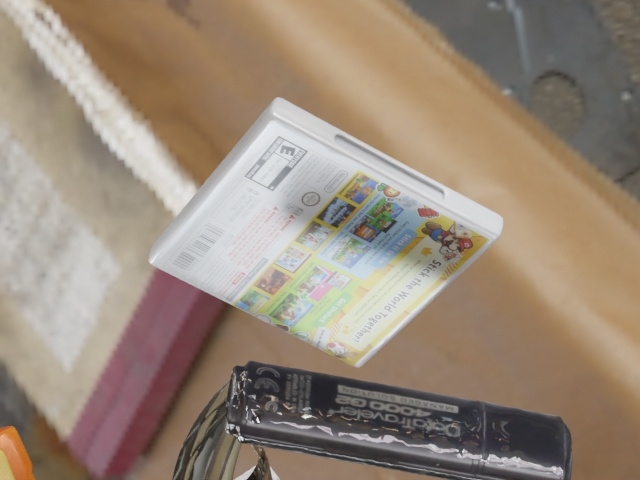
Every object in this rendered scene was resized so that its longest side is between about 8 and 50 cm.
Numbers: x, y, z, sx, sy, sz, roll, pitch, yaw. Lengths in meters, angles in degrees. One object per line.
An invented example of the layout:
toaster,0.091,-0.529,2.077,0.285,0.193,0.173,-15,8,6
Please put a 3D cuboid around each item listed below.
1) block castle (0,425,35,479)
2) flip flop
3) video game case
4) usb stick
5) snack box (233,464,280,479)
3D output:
block castle,-0.285,0.276,1.231,0.453,0.303,0.213,65,155,-2
flip flop,-0.081,0.246,1.696,0.112,0.080,0.277,147,135,-60
video game case,0.000,0.000,1.549,0.206,0.026,0.227,28,138,-15
usb stick,0.064,0.149,1.526,0.045,0.278,0.077,107,172,-45
snack box,-0.103,0.301,2.077,0.064,0.178,0.022,51,135,10
